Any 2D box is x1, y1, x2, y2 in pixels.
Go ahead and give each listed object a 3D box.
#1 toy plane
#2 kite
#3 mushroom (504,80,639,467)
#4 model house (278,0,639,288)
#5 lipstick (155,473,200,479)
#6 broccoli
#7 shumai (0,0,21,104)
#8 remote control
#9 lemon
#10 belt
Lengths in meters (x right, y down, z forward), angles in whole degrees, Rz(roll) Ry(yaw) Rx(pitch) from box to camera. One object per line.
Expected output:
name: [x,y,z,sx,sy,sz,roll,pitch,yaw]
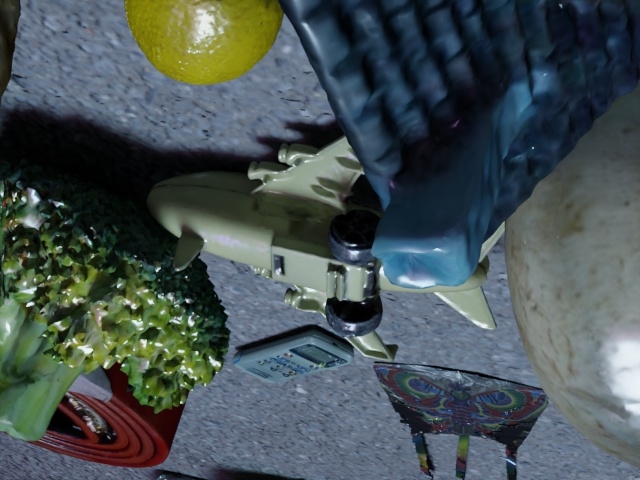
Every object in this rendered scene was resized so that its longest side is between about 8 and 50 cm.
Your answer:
toy plane: [0.000,0.000,0.868,0.244,0.092,0.229,8,137,7]
kite: [0.135,0.184,1.231,0.152,0.015,0.285,8,153,14]
mushroom: [0.205,0.029,0.707,0.195,0.189,0.254,-3,151,36]
model house: [0.059,-0.130,0.420,0.226,0.241,0.261,5,151,25]
lipstick: [-0.170,0.372,1.680,0.077,0.079,0.253,13,153,5]
broccoli: [-0.174,0.054,0.932,0.220,0.194,0.194,28,153,0]
shumai: [-0.305,-0.134,0.681,0.314,0.262,0.267,-34,128,0]
remote control: [-0.025,0.101,1.150,0.053,0.017,0.124,30,150,-29]
lemon: [-0.059,-0.121,0.670,0.082,0.082,0.110,15,147,-1]
belt: [-0.243,0.086,1.126,0.227,0.115,0.324,-3,148,30]
